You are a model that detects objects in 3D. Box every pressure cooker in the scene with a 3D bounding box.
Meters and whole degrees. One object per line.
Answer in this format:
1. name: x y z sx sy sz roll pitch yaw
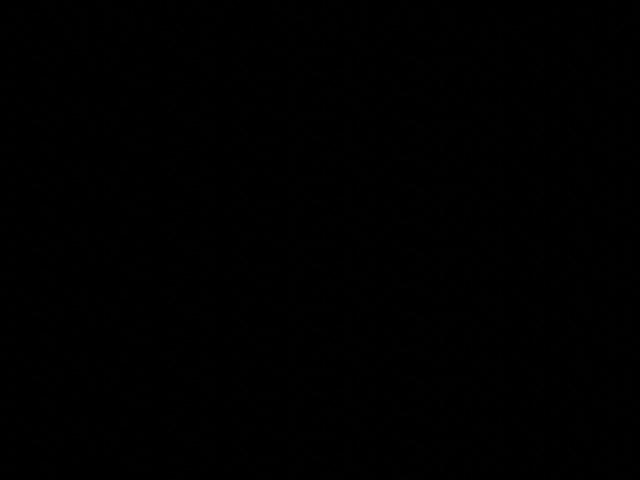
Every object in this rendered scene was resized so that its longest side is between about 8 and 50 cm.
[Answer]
1. pressure cooker: 0.046 -0.071 0.145 0.375 0.420 0.370 -40 112 -84
